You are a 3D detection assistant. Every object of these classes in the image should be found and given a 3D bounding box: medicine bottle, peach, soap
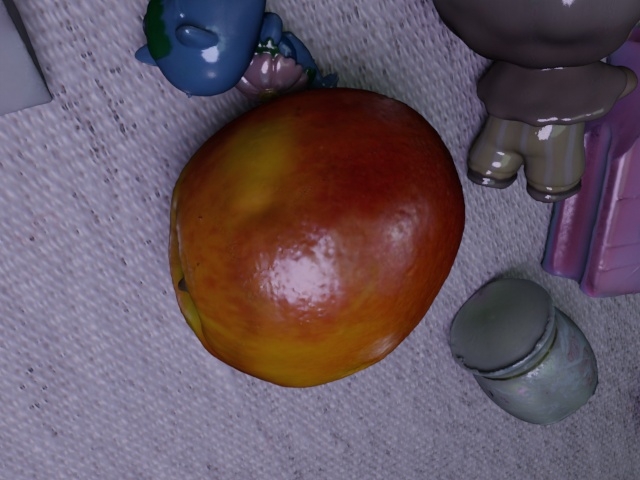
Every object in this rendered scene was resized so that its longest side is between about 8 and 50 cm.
[{"bbox_3d":[0.258,0.141,0.739,0.147,0.147,0.143,-47,116,0],"label":"medicine bottle"},{"bbox_3d":[0.000,0.000,0.528,0.280,0.238,0.281,-3,97,-21],"label":"peach"},{"bbox_3d":[0.414,-0.101,0.736,0.192,0.109,0.324,-5,110,-21],"label":"soap"}]

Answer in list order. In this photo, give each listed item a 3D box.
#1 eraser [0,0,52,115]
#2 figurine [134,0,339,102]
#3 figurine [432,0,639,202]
[{"bbox_3d":[-0.413,-0.124,0.365,0.396,0.082,0.213,-21,155,-15],"label":"eraser"},{"bbox_3d":[-0.065,-0.190,0.513,0.178,0.114,0.145,11,97,-37],"label":"figurine"},{"bbox_3d":[0.212,-0.212,0.565,0.203,0.248,0.381,-33,134,-24],"label":"figurine"}]
